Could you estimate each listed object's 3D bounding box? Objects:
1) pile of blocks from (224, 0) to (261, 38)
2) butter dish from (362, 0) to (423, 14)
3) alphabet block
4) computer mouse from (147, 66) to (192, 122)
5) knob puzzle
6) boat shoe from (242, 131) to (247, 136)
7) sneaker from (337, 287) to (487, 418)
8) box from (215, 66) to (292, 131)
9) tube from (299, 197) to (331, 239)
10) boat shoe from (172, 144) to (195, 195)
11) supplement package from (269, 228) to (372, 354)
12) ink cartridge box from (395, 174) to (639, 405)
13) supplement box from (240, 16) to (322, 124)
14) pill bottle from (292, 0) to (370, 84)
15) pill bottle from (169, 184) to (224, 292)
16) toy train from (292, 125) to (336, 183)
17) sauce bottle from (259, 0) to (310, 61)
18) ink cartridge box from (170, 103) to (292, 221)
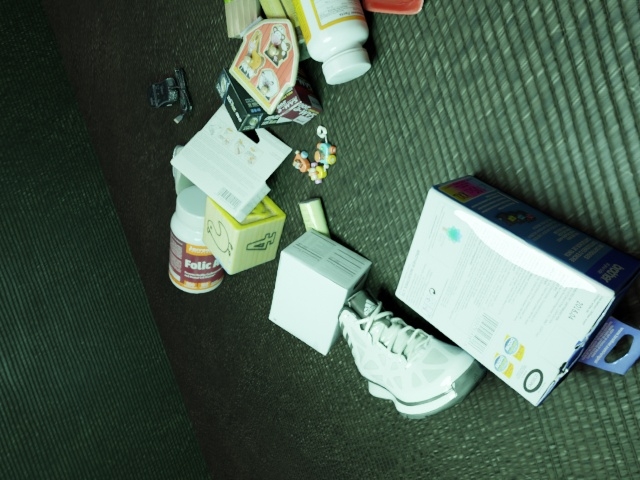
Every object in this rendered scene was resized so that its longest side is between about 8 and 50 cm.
[{"bbox_3d":[-0.223,-0.709,1.183,0.149,0.112,0.362,-24,92,36],"label":"pile of blocks"},{"bbox_3d":[0.113,-0.517,0.833,0.160,0.118,0.160,31,128,40],"label":"butter dish"},{"bbox_3d":[-0.253,-0.040,1.450,0.192,0.193,0.197,44,136,28],"label":"alphabet block"},{"bbox_3d":[-0.578,-0.543,1.734,0.262,0.060,0.184,-9,95,41],"label":"computer mouse"},{"bbox_3d":[-0.126,-0.425,1.034,0.213,0.030,0.213,7,103,33],"label":"knob puzzle"},{"bbox_3d":[-0.305,-0.258,1.489,0.098,0.109,0.302,26,120,49],"label":"boat shoe"},{"bbox_3d":[0.155,0.234,1.004,0.257,0.169,0.447,55,157,1],"label":"sneaker"},{"bbox_3d":[-0.163,-0.383,1.186,0.077,0.180,0.147,-38,75,52],"label":"box"},{"bbox_3d":[0.000,0.000,1.268,0.070,0.062,0.240,-114,8,-74],"label":"tube"},{"bbox_3d":[-0.566,-0.283,1.831,0.081,0.079,0.228,37,128,48],"label":"boat shoe"},{"bbox_3d":[-0.006,0.142,1.226,0.204,0.145,0.262,29,130,19],"label":"supplement package"},{"bbox_3d":[0.351,0.094,0.794,0.395,0.151,0.270,40,135,35],"label":"ink cartridge box"},{"bbox_3d":[-0.096,-0.421,1.117,0.073,0.130,0.239,-28,84,24],"label":"supplement box"},{"bbox_3d":[0.023,-0.473,0.949,0.136,0.136,0.246,-14,95,53],"label":"pill bottle"},{"bbox_3d":[-0.459,-0.002,1.699,0.224,0.224,0.392,46,138,28],"label":"pill bottle"},{"bbox_3d":[-0.025,-0.223,1.200,0.125,0.046,0.166,59,142,13],"label":"toy train"},{"bbox_3d":[-0.100,-0.607,1.065,0.111,0.111,0.344,-27,84,53],"label":"sauce bottle"},{"bbox_3d":[-0.266,-0.243,1.350,0.296,0.261,0.066,39,174,19],"label":"ink cartridge box"}]
